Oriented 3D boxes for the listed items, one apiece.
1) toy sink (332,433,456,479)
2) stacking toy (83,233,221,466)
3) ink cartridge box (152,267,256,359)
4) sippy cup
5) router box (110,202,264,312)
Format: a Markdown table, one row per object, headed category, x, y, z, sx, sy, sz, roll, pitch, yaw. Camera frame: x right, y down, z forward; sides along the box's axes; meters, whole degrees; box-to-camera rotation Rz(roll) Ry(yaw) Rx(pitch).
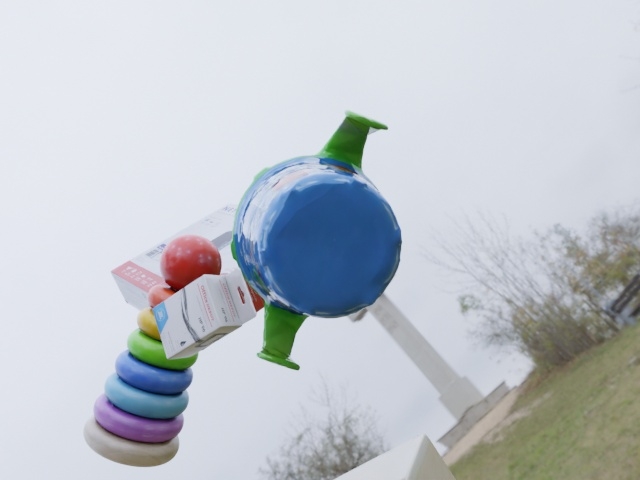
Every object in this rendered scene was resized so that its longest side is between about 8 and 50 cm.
| category | x | y | z | sx | sy | sz | roll | pitch | yaw |
| --- | --- | --- | --- | --- | --- | --- | --- | --- | --- |
| toy sink | 0.080 | 0.413 | 0.891 | 0.234 | 0.131 | 0.153 | -34 | -6 | 19 |
| stacking toy | -0.233 | 0.148 | 0.899 | 0.141 | 0.141 | 0.330 | 15 | -87 | -58 |
| ink cartridge box | -0.098 | 0.060 | 0.513 | 0.083 | 0.048 | 0.028 | -32 | -21 | 25 |
| sippy cup | 0.000 | 0.000 | 0.792 | 0.240 | 0.305 | 0.224 | -16 | 6 | -5 |
| router box | -0.197 | 0.048 | 1.177 | 0.301 | 0.335 | 0.082 | -34 | -62 | -29 |
